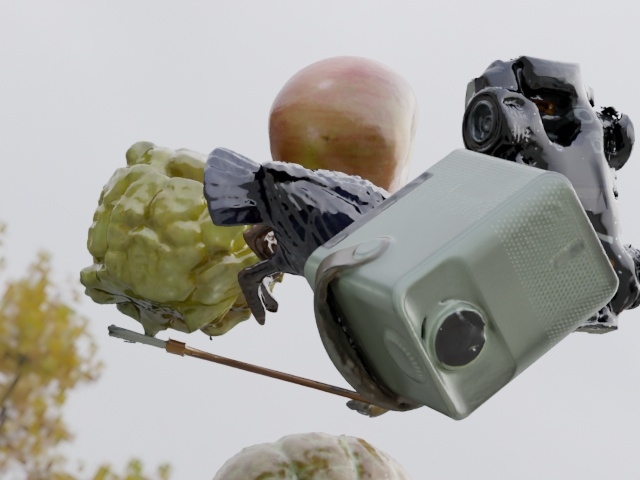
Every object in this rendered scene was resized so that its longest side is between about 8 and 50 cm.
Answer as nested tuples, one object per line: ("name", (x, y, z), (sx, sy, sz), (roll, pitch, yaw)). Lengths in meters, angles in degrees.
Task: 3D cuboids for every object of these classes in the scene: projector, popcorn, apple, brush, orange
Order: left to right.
("popcorn", (-0.148, 0.011, 2.076), (0.249, 0.225, 0.249), (27, -2, 1))
("brush", (-0.078, 0.138, 2.049), (0.314, 0.017, 0.090), (15, -6, -2))
("orange", (-0.009, 0.389, 2.252), (0.329, 0.329, 0.249), (47, 0, -31))
("apple", (0.025, -0.114, 2.182), (0.164, 0.209, 0.209), (8, -30, 8))
("projector", (0.116, 0.042, 1.694), (0.177, 0.242, 0.163), (21, -38, 61))

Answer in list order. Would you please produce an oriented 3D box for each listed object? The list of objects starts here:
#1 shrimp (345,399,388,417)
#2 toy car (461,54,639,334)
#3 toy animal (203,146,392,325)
("shrimp", (0.090, 0.160, 2.404), (0.051, 0.150, 0.217), (41, -7, -19))
("toy car", (0.236, -0.046, 1.946), (0.193, 0.301, 0.118), (3, -18, -32))
("toy animal", (0.000, 0.000, 1.883), (0.185, 0.122, 0.298), (-11, -38, 31))
